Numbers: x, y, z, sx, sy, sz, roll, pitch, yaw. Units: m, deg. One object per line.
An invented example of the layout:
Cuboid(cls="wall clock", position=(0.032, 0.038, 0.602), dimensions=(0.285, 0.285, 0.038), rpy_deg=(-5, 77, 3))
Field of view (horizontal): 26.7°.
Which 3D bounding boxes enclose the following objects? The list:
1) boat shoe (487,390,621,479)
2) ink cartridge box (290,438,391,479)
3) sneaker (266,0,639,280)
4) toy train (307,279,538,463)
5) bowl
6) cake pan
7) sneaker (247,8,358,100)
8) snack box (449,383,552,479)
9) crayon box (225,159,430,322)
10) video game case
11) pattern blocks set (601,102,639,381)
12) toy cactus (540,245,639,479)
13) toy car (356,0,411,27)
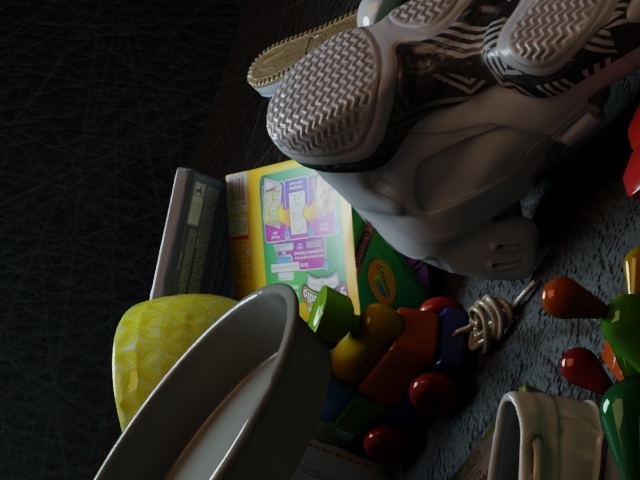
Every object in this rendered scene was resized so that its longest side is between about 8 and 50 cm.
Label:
Cuboid(cls="boat shoe", position=(0.106, 0.216, 0.754), dimensions=(0.096, 0.088, 0.267), rpy_deg=(-161, 87, -79))
Cuboid(cls="ink cartridge box", position=(-0.020, 0.237, 1.085), dimensions=(0.100, 0.172, 0.237), rpy_deg=(-65, 13, 7))
Cuboid(cls="sneaker", position=(0.158, -0.095, 1.025), dimensions=(0.366, 0.210, 0.137), rpy_deg=(-18, 41, 27))
Cuboid(cls="toy train", position=(0.055, 0.075, 1.119), dimensions=(0.248, 0.143, 0.105), rpy_deg=(124, 162, -44))
Cuboid(cls="bowl", position=(-0.059, 0.168, 1.307), dimensions=(0.156, 0.289, 0.289), rpy_deg=(-23, 29, 16))
Cuboid(cls="cake pan", position=(-0.093, 0.164, 0.996), dimensions=(0.293, 0.054, 0.293), rpy_deg=(-47, 15, 17))
Cuboid(cls="sneaker", position=(0.053, -0.216, 1.795), dimensions=(0.282, 0.153, 0.099), rpy_deg=(-10, 50, 39))
Cuboid(cls="snack box", position=(0.120, 0.180, 0.907), dimensions=(0.100, 0.037, 0.141), rpy_deg=(-84, 20, -53))
Cuboid(cls="crayon box", position=(0.000, 0.000, 1.361), dimensions=(0.278, 0.081, 0.165), rpy_deg=(-7, 87, 61))
Cuboid(cls="video game case", position=(-0.102, 0.040, 1.523), dimensions=(0.274, 0.026, 0.196), rpy_deg=(21, -101, -64))
Cuboid(cls="pattern blocks set", position=(0.243, -0.014, 0.741), dimensions=(0.285, 0.026, 0.325), rpy_deg=(128, 159, -53))
Cuboid(cls="toy cactus", position=(0.158, 0.111, 0.652), dimensions=(0.219, 0.112, 0.180), rpy_deg=(-120, 41, -63))
Cuboid(cls="toy car", position=(0.108, -0.170, 1.391), dimensions=(0.136, 0.159, 0.182), rpy_deg=(3, -67, -64))
